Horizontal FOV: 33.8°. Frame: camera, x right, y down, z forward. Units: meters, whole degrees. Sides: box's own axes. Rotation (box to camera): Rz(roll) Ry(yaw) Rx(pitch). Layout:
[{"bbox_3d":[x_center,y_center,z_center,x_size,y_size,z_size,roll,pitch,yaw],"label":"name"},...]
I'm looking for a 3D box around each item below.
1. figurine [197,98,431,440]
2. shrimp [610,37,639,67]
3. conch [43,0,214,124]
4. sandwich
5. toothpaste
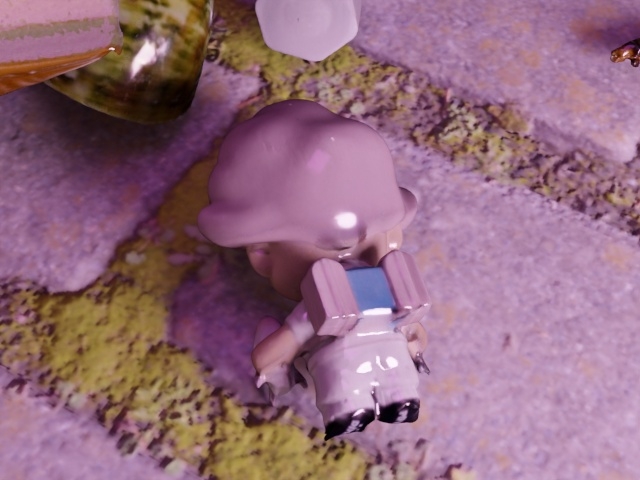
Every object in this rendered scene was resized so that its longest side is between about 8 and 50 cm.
[{"bbox_3d":[0.000,0.000,0.607,0.137,0.112,0.229,-8,63,-16],"label":"figurine"},{"bbox_3d":[0.262,-0.161,0.793,0.127,0.025,0.091,-18,55,-22],"label":"shrimp"},{"bbox_3d":[-0.159,-0.176,0.711,0.181,0.124,0.187,13,35,-3],"label":"conch"},{"bbox_3d":[-0.214,-0.130,0.608,0.163,0.113,0.079,-12,83,25],"label":"sandwich"},{"bbox_3d":[0.001,-0.286,0.850,0.125,0.080,0.371,3,47,0],"label":"toothpaste"}]
